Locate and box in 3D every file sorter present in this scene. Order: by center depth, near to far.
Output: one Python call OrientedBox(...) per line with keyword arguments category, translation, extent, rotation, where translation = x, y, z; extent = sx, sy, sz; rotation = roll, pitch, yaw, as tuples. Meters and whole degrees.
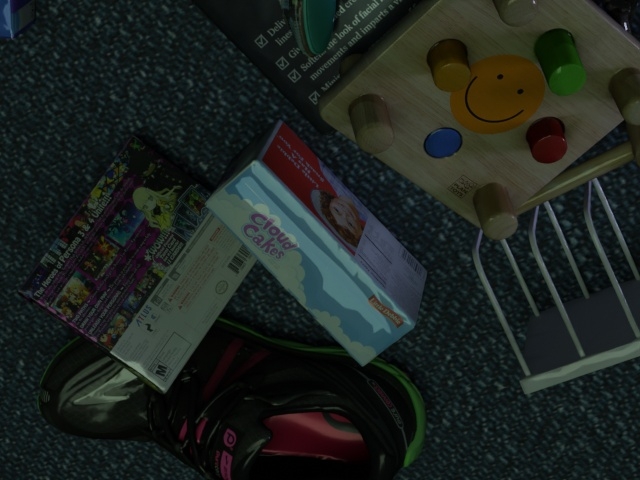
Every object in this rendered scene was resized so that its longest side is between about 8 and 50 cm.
OrientedBox(category="file sorter", translation=(0.329, 0.017, 1.670), extent=(0.277, 0.193, 0.173), rotation=(-21, 105, 18))

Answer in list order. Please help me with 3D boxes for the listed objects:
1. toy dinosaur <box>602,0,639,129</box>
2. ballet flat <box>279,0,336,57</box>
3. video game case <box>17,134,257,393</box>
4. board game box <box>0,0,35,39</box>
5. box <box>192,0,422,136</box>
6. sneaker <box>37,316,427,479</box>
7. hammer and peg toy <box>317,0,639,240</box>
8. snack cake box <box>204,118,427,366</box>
OrientedBox(category="toy dinosaur", translation=(0.339, -0.182, 1.640), extent=(0.313, 0.121, 0.160), rotation=(23, 127, -6))
OrientedBox(category="ballet flat", translation=(-0.020, -0.272, 1.452), extent=(0.070, 0.070, 0.188), rotation=(6, 112, 8))
OrientedBox(category="video game case", translation=(-0.204, 0.029, 1.779), extent=(0.210, 0.042, 0.232), rotation=(35, 75, -7))
OrientedBox(category="board game box", translation=(-0.446, -0.410, 1.684), extent=(0.233, 0.078, 0.347), rotation=(6, 114, 8))
OrientedBox(category="box", translation=(-0.010, -0.363, 1.553), extent=(0.293, 0.212, 0.395), rotation=(-39, 102, 23))
OrientedBox(category="sneaker", translation=(-0.115, 0.204, 1.822), extent=(0.482, 0.202, 0.185), rotation=(5, 113, 8))
OrientedBox(category="hammer and peg toy", translation=(0.203, -0.116, 1.492), extent=(0.361, 0.127, 0.266), rotation=(33, 118, -33))
OrientedBox(category="snack cake box", translation=(0.000, 0.000, 1.741), extent=(0.089, 0.152, 0.264), rotation=(-39, 101, 23))
